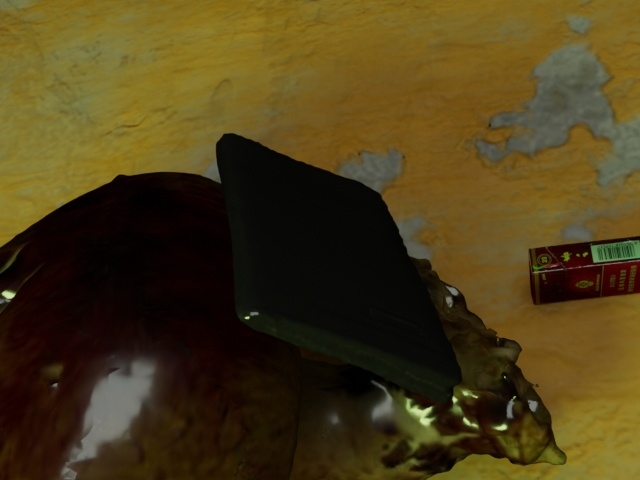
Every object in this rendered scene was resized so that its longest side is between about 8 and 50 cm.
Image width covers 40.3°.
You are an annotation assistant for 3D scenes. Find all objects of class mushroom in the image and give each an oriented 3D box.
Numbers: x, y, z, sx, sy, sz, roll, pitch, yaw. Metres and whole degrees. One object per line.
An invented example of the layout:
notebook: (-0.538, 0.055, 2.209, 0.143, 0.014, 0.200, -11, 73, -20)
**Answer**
mushroom: (-0.094, 0.111, 0.583, 0.334, 0.356, 0.331, -53, 49, 20)

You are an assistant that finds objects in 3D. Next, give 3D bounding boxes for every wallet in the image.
wallet: (0.000, -0.001, 0.515, 0.025, 0.124, 0.244, -62, 19, 21)

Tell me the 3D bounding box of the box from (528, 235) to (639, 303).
box: (0.194, 0.022, 0.633, 0.082, 0.051, 0.023, -7, 58, 11)
